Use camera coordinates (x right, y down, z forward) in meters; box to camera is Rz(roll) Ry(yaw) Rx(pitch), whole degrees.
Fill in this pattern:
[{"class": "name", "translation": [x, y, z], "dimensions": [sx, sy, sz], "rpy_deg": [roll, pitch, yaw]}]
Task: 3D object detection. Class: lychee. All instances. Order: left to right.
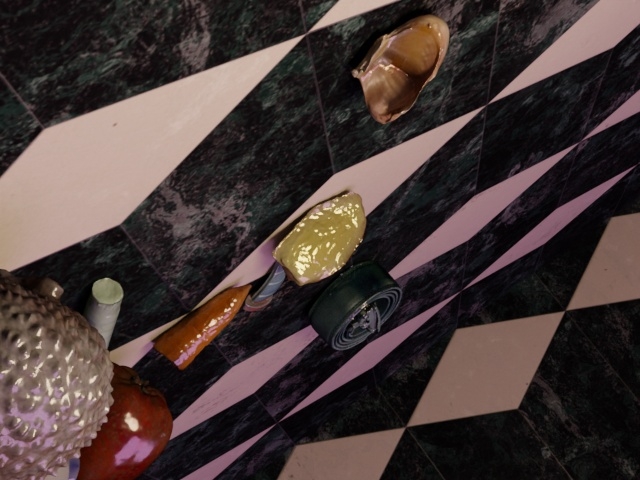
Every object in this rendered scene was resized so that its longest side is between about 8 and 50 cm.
[{"class": "lychee", "translation": [-0.387, 0.161, 1.301], "dimensions": [0.300, 0.300, 0.300], "rpy_deg": [-33, 163, -12]}]

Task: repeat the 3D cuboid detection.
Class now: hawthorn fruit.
[{"class": "hawthorn fruit", "translation": [-0.372, 0.333, 1.919], "dimensions": [0.248, 0.208, 0.208], "rpy_deg": [-53, 165, -7]}]

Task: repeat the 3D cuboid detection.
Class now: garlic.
[{"class": "garlic", "translation": [0.118, -0.242, 1.610], "dimensions": [0.174, 0.099, 0.124], "rpy_deg": [-46, 175, 26]}]

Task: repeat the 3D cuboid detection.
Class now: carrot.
[{"class": "carrot", "translation": [-0.203, 0.146, 2.043], "dimensions": [0.205, 0.072, 0.072], "rpy_deg": [-42, 163, -4]}]

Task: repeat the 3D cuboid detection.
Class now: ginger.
[{"class": "ginger", "translation": [0.003, -0.003, 2.036], "dimensions": [0.193, 0.115, 0.122], "rpy_deg": [-42, -175, -10]}]

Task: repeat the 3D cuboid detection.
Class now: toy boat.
[{"class": "toy boat", "translation": [-0.090, 0.081, 2.143], "dimensions": [0.122, 0.034, 0.096], "rpy_deg": [-49, 165, 31]}]

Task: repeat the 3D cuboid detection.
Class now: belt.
[{"class": "belt", "translation": [0.083, 0.151, 2.526], "dimensions": [0.206, 0.116, 0.267], "rpy_deg": [-42, 160, 0]}]

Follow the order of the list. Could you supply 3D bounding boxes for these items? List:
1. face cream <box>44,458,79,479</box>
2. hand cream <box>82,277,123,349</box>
[{"class": "face cream", "translation": [-0.487, 0.285, 1.419], "dimensions": [0.420, 0.235, 0.137], "rpy_deg": [9, 110, -46]}, {"class": "hand cream", "translation": [-0.343, 0.136, 1.738], "dimensions": [0.050, 0.078, 0.205], "rpy_deg": [-26, 155, -38]}]
